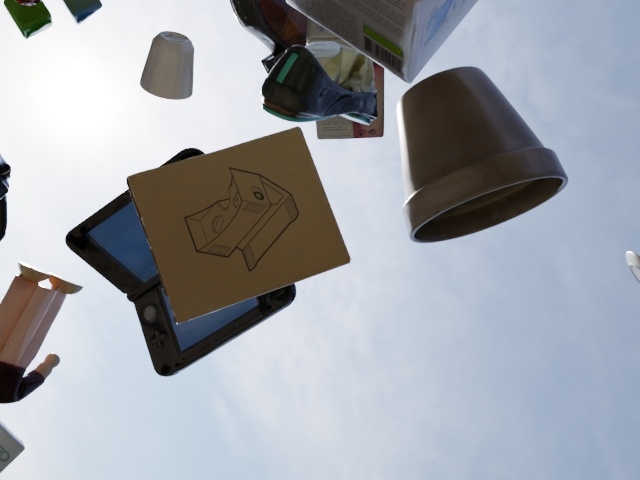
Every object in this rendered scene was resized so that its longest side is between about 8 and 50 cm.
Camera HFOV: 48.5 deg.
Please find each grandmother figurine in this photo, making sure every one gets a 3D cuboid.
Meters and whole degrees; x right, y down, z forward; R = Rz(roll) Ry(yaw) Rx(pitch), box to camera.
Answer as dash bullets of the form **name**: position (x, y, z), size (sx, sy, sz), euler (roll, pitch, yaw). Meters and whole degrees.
- **grandmother figurine**: position (-0.559, 0.212, 1.250), size (0.208, 0.342, 0.104), euler (27, -9, -34)

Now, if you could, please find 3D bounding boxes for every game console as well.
- **game console**: position (-0.228, 0.044, 1.144), size (0.293, 0.173, 0.250), euler (-32, -116, 17)

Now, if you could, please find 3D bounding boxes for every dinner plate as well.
- **dinner plate**: position (0.684, 0.082, 1.485), size (0.017, 0.141, 0.141), euler (-39, -91, 5)

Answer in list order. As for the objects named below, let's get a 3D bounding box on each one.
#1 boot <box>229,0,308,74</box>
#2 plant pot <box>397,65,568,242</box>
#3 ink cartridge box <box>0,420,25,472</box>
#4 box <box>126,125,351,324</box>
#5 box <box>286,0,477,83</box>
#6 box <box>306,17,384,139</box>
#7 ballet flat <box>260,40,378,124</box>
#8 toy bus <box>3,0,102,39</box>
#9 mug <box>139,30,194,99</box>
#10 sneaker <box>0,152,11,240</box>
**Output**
- **boot**: position (-0.016, -0.461, 1.342), size (0.264, 0.280, 0.096), euler (59, -21, -21)
- **plant pot**: position (0.288, -0.182, 1.426), size (0.323, 0.323, 0.280), euler (-33, -110, 48)
- **ink cartridge box**: position (-0.601, 0.357, 0.989), size (0.165, 0.333, 0.065), euler (51, -25, -13)
- **box**: position (-0.085, -0.021, 0.762), size (0.164, 0.201, 0.021), euler (70, -20, 3)
- **box**: position (0.076, -0.226, 0.461), size (0.114, 0.203, 0.103), euler (38, -10, 12)
- **box**: position (0.049, -0.309, 1.245), size (0.127, 0.148, 0.232), euler (-1, -36, 4)
- **ballet flat**: position (0.021, -0.196, 0.893), size (0.095, 0.280, 0.096), euler (26, -73, 15)
- **toy bus**: position (-0.177, -0.246, 0.500), size (0.104, 0.191, 0.202), euler (57, 0, -8)
- **mug**: position (-0.175, -0.208, 0.821), size (0.078, 0.062, 0.064), euler (-116, -144, -48)
- **sneaker**: position (-0.390, -0.107, 0.751), size (0.147, 0.130, 0.330), euler (43, -30, 20)
